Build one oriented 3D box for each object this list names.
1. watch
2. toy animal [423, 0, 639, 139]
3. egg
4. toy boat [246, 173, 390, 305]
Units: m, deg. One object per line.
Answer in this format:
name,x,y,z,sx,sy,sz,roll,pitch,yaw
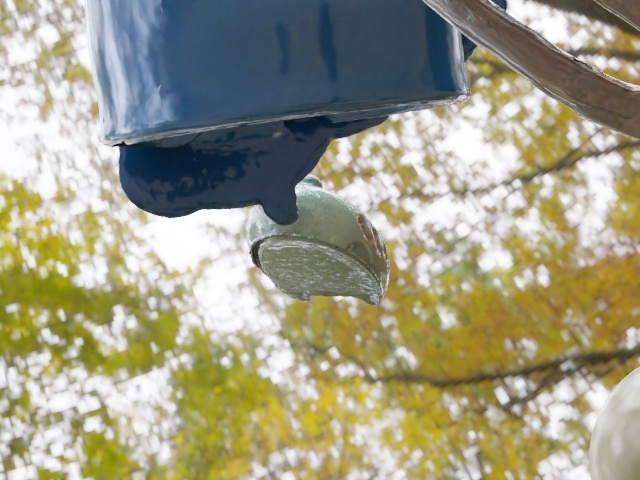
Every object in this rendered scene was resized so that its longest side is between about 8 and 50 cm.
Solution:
watch,0.001,-0.133,0.964,0.305,0.274,0.241,-10,-88,-11
toy animal,0.189,-0.044,0.378,0.284,0.302,0.225,-11,-45,-28
egg,0.363,0.216,1.503,0.186,0.186,0.241,-7,-39,-18
toy boat,0.000,0.000,1.494,0.134,0.079,0.207,4,-23,21
